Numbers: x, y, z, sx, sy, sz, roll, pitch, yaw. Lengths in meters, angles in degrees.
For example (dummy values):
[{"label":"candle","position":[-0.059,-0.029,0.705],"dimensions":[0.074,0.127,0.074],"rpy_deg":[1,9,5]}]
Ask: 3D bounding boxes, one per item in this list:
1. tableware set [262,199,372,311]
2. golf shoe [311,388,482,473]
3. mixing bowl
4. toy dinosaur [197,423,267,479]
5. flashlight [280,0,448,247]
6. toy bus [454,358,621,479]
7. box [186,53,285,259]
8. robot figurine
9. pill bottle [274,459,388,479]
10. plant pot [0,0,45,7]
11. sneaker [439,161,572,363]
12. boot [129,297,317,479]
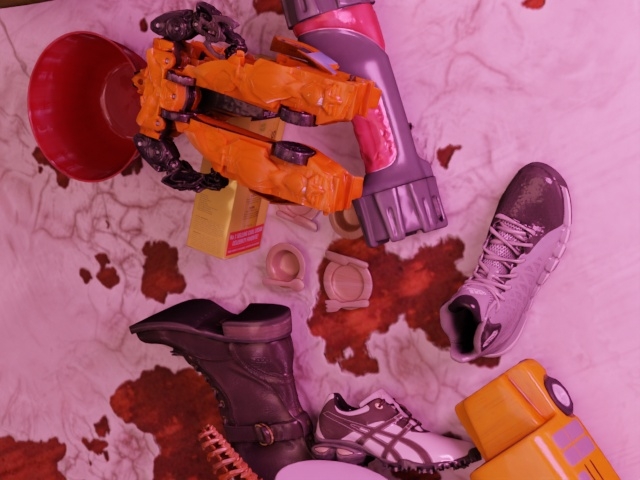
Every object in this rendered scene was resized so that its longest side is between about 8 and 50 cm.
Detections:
[{"label":"tableware set","position":[0.000,0.000,1.665],"dimensions":[0.141,0.020,0.168],"rpy_deg":[12,105,28]},{"label":"golf shoe","position":[0.086,0.217,1.622],"dimensions":[0.198,0.077,0.093],"rpy_deg":[3,84,17]},{"label":"mixing bowl","position":[-0.257,-0.166,1.738],"dimensions":[0.181,0.098,0.181],"rpy_deg":[6,102,30]},{"label":"toy dinosaur","position":[-0.096,0.371,1.727],"dimensions":[0.218,0.164,0.321],"rpy_deg":[-5,91,21]},{"label":"flashlight","position":[0.042,-0.145,1.565],"dimensions":[0.103,0.103,0.304],"rpy_deg":[-15,91,31]},{"label":"toy bus","position":[0.264,0.293,1.497],"dimensions":[0.108,0.130,0.332],"rpy_deg":[-38,80,26]},{"label":"box","position":[-0.093,-0.099,1.663],"dimensions":[0.058,0.087,0.232],"rpy_deg":[22,108,25]},{"label":"robot figurine","position":[-0.082,-0.138,1.543],"dimensions":[0.291,0.085,0.211],"rpy_deg":[22,109,30]},{"label":"pill bottle","position":[-0.007,0.424,1.581],"dimensions":[0.188,0.188,0.333],"rpy_deg":[18,108,26]},{"label":"plant pot","position":[-0.370,-0.419,1.637],"dimensions":[0.353,0.366,0.366],"rpy_deg":[-16,91,43]},{"label":"sneaker","position":[0.190,0.033,1.494],"dimensions":[0.086,0.132,0.228],"rpy_deg":[24,110,25]},{"label":"boot","position":[-0.114,0.193,1.732],"dimensions":[0.263,0.091,0.229],"rpy_deg":[1,108,37]}]
